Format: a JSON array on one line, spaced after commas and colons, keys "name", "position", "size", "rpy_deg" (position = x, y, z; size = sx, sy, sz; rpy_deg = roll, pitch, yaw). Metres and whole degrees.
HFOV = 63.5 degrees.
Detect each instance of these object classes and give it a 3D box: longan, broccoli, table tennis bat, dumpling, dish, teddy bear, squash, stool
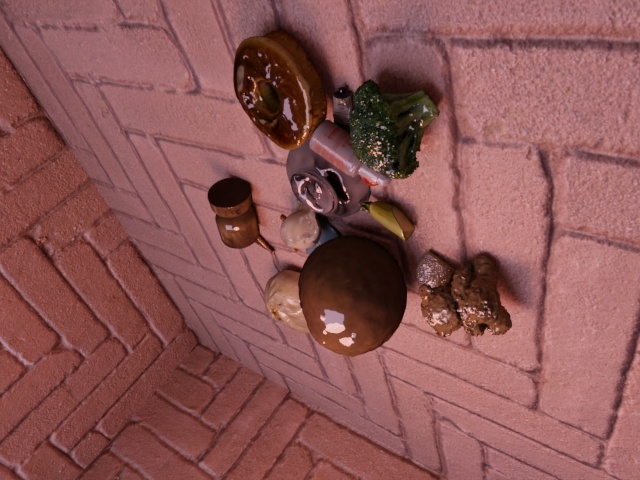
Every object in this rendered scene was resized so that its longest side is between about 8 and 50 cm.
[{"name": "longan", "position": [0.112, 0.182, 1.829], "size": [0.404, 0.404, 0.436], "rpy_deg": [57, -171, -25]}, {"name": "broccoli", "position": [0.183, -0.289, 1.331], "size": [0.241, 0.261, 0.269], "rpy_deg": [-36, 108, 20]}, {"name": "table tennis bat", "position": [0.000, 0.000, 2.067], "size": [0.153, 0.040, 0.244], "rpy_deg": [46, 147, 0]}, {"name": "dumpling", "position": [-0.071, -0.064, 1.955], "size": [0.147, 0.193, 0.258], "rpy_deg": [11, 176, -28]}, {"name": "dish", "position": [-0.002, -0.185, 1.737], "size": [0.324, 0.124, 0.324], "rpy_deg": [29, 148, 20]}, {"name": "teddy bear", "position": [0.436, 0.202, 1.603], "size": [0.256, 0.156, 0.267], "rpy_deg": [-15, 99, 33]}, {"name": "squash", "position": [0.213, -0.084, 1.663], "size": [0.200, 0.090, 0.075], "rpy_deg": [35, 140, 12]}, {"name": "stool", "position": [-0.362, -0.112, 2.192], "size": [0.179, 0.179, 0.264], "rpy_deg": [27, 148, 24]}]

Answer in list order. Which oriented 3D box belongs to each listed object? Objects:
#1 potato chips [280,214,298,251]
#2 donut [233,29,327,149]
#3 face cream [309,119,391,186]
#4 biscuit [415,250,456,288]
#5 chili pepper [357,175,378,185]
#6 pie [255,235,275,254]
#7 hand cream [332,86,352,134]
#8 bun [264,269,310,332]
[{"name": "potato chips", "position": [-0.126, -0.025, 2.188], "size": [0.037, 0.026, 0.204], "rpy_deg": [19, 145, 38]}, {"name": "donut", "position": [-0.114, -0.436, 1.507], "size": [0.330, 0.160, 0.330], "rpy_deg": [24, 132, 30]}, {"name": "face cream", "position": [0.093, -0.236, 1.473], "size": [0.252, 0.101, 0.101], "rpy_deg": [37, 150, 10]}, {"name": "biscuit", "position": [0.421, 0.160, 1.715], "size": [0.250, 0.046, 0.147], "rpy_deg": [39, 118, 15]}, {"name": "chili pepper", "position": [0.162, -0.209, 1.563], "size": [0.086, 0.084, 0.192], "rpy_deg": [60, 144, 1]}, {"name": "pie", "position": [-0.288, -0.002, 2.397], "size": [0.191, 0.033, 0.088], "rpy_deg": [43, 158, -15]}, {"name": "hand cream", "position": [0.074, -0.339, 1.524], "size": [0.075, 0.052, 0.248], "rpy_deg": [12, 141, 20]}, {"name": "bun", "position": [-0.112, 0.304, 2.412], "size": [0.365, 0.219, 0.365], "rpy_deg": [30, 152, 18]}]
